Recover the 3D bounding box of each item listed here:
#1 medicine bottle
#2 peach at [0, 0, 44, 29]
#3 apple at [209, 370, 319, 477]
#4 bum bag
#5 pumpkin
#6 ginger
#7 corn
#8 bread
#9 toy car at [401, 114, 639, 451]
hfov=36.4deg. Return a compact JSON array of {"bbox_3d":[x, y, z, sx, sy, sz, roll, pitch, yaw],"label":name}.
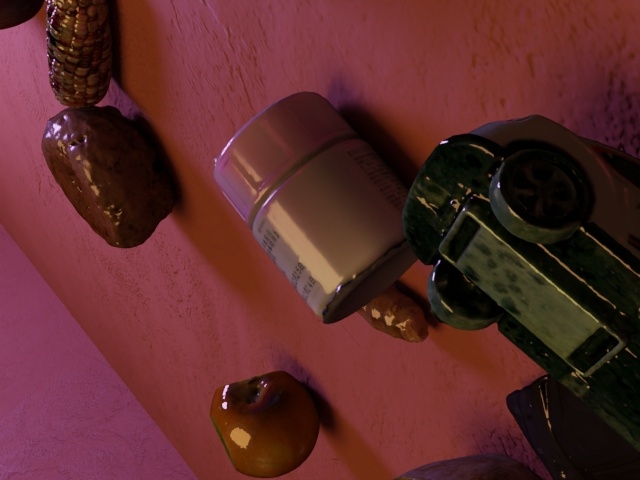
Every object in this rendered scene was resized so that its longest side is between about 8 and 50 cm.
[{"bbox_3d":[0.003,-0.031,0.848,0.168,0.135,0.135,50,158,13],"label":"medicine bottle"},{"bbox_3d":[-0.442,-0.363,1.341,0.152,0.152,0.152,45,156,27],"label":"peach"},{"bbox_3d":[-0.079,0.256,1.405,0.163,0.146,0.147,58,169,35],"label":"apple"},{"bbox_3d":[0.213,0.148,0.759,0.123,0.060,0.248,53,160,12],"label":"bum bag"},{"bbox_3d":[0.178,0.278,0.974,0.217,0.110,0.217,31,147,23],"label":"pumpkin"},{"bbox_3d":[0.000,0.000,0.981,0.288,0.075,0.089,47,180,11],"label":"ginger"},{"bbox_3d":[-0.311,-0.259,1.256,0.086,0.086,0.253,51,156,13],"label":"corn"},{"bbox_3d":[-0.305,-0.098,1.415,0.230,0.123,0.230,42,154,26],"label":"bread"},{"bbox_3d":[0.190,0.041,0.569,0.306,0.125,0.136,40,150,11],"label":"toy car"}]
